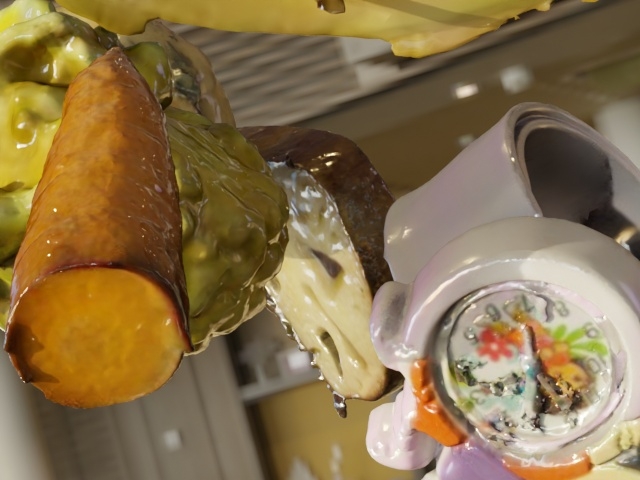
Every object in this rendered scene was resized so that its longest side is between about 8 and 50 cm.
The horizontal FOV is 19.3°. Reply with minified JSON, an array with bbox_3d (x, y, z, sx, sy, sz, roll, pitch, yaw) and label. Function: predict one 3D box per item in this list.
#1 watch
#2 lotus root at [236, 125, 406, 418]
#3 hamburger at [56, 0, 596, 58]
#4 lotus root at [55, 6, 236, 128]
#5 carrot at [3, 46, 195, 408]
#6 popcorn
[{"bbox_3d":[0.140,0.059,1.115,0.196,0.244,0.231,-40,12,26],"label":"watch"},{"bbox_3d":[0.000,0.000,1.462,0.074,0.260,0.170,-26,-11,-30],"label":"lotus root"},{"bbox_3d":[-0.003,-0.204,0.439,0.276,0.236,0.276,-1,-39,-1],"label":"hamburger"},{"bbox_3d":[-0.182,-0.082,1.390,0.183,0.182,0.310,-12,9,-31],"label":"lotus root"},{"bbox_3d":[-0.092,-0.024,0.789,0.072,0.205,0.072,-3,-50,-3],"label":"carrot"},{"bbox_3d":[-0.121,-0.026,0.966,0.218,0.169,0.189,11,-26,35],"label":"popcorn"}]
